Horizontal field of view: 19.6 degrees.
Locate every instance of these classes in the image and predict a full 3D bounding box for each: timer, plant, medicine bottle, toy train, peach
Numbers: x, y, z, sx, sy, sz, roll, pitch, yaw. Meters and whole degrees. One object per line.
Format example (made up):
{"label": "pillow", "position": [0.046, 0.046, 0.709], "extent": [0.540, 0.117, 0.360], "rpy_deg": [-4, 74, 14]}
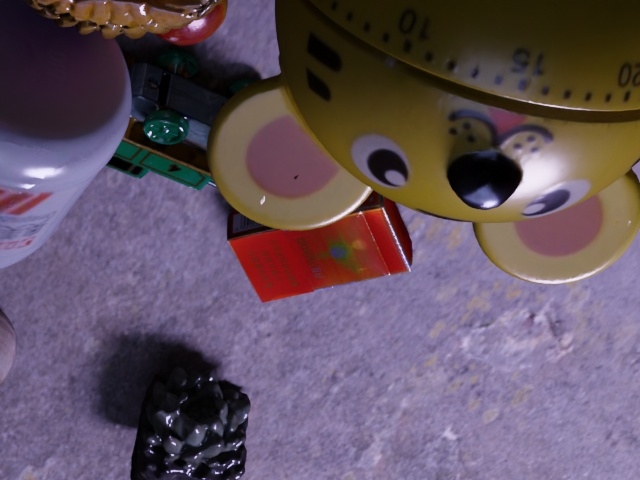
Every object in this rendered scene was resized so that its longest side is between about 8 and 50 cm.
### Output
{"label": "timer", "position": [0.123, -0.142, 1.482], "extent": [0.376, 0.376, 0.387], "rpy_deg": [12, 118, -13]}
{"label": "plant", "position": [-0.150, 0.230, 2.166], "extent": [0.132, 0.129, 0.194], "rpy_deg": [9, 141, -14]}
{"label": "medicine bottle", "position": [-0.350, -0.084, 1.710], "extent": [0.256, 0.256, 0.325], "rpy_deg": [23, 134, -24]}
{"label": "toy train", "position": [-0.135, -0.106, 1.816], "extent": [0.227, 0.091, 0.136], "rpy_deg": [23, 144, -26]}
{"label": "peach", "position": [-0.131, -0.216, 1.707], "extent": [0.098, 0.061, 0.098], "rpy_deg": [-5, 137, -5]}

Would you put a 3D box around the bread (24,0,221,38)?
{"label": "bread", "position": [-0.174, -0.267, 1.578], "extent": [0.240, 0.139, 0.240], "rpy_deg": [0, 128, 0]}

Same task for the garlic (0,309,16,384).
{"label": "garlic", "position": [-0.432, 0.108, 2.061], "extent": [0.198, 0.090, 0.128], "rpy_deg": [19, 148, -27]}

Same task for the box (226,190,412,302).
{"label": "box", "position": [0.000, -0.001, 1.962], "extent": [0.175, 0.048, 0.112], "rpy_deg": [-12, 136, 13]}
